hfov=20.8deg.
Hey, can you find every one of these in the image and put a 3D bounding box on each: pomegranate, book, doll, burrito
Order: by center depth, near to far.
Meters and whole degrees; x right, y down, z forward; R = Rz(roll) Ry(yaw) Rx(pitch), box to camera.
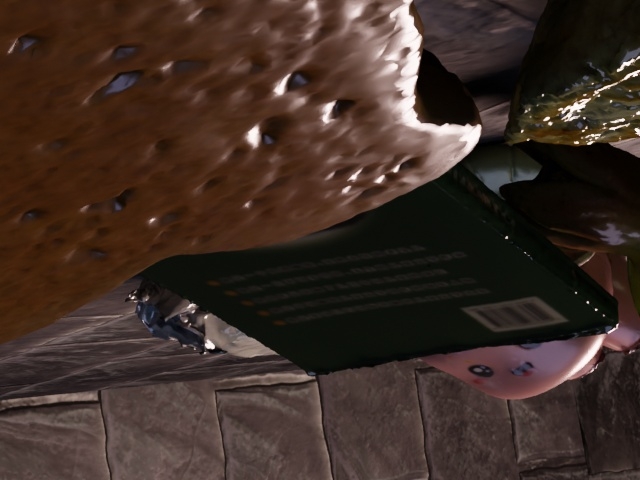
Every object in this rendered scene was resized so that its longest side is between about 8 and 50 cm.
[{"bbox_3d":[0.000,0.000,1.127,0.260,0.043,0.371,-11,152,31],"label":"book"},{"bbox_3d":[0.278,-0.012,1.224,0.301,0.236,0.236,12,168,-10],"label":"pomegranate"},{"bbox_3d":[0.148,0.016,1.481,0.268,0.216,0.284,26,136,-31],"label":"doll"},{"bbox_3d":[-0.067,0.070,1.785,0.139,0.101,0.445,-7,173,21],"label":"burrito"}]

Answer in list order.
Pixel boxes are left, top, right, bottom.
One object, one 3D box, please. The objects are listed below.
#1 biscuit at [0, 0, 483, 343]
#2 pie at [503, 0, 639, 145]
[{"bbox_3d":[-0.064,-0.073,0.686,0.368,0.076,0.394,-20,164,-7],"label":"biscuit"},{"bbox_3d":[0.180,-0.109,0.860,0.201,0.090,0.248,-19,172,-2],"label":"pie"}]
